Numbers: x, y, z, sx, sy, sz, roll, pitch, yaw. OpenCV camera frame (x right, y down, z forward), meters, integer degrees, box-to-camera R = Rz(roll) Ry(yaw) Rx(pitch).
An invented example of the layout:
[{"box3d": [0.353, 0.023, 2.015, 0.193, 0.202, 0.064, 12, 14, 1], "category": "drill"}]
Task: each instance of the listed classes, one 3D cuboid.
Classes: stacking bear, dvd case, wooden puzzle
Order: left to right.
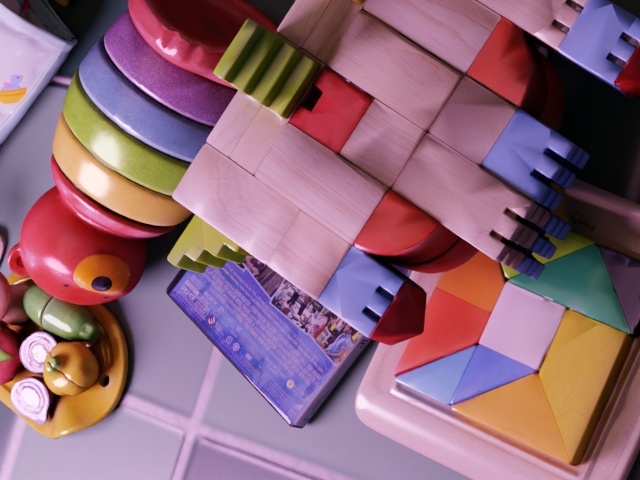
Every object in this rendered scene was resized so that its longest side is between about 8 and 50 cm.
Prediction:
[{"box3d": [-0.152, -0.069, 1.595, 0.289, 0.175, 0.164, -56, 39, 21], "category": "stacking bear"}, {"box3d": [0.000, 0.000, 1.561, 0.180, 0.022, 0.253, 44, 104, 31], "category": "dvd case"}, {"box3d": [0.155, 0.069, 1.425, 0.221, 0.044, 0.238, 24, 94, 26], "category": "wooden puzzle"}]

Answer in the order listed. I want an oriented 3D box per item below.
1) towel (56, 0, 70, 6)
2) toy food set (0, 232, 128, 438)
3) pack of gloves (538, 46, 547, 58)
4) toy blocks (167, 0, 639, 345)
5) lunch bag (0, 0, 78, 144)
[{"box3d": [-0.260, -0.320, 1.687, 0.021, 0.237, 0.102, -26, 54, -21], "category": "towel"}, {"box3d": [-0.268, 0.084, 1.682, 0.218, 0.071, 0.128, 33, 99, 33], "category": "toy food set"}, {"box3d": [0.093, -0.220, 1.520, 0.195, 0.046, 0.232, 3, 77, 29], "category": "pack of gloves"}, {"box3d": [0.082, -0.076, 1.392, 0.261, 0.191, 0.381, 36, 95, 23], "category": "toy blocks"}, {"box3d": [-0.376, -0.183, 1.749, 0.262, 0.160, 0.223, 41, 104, -3], "category": "lunch bag"}]
